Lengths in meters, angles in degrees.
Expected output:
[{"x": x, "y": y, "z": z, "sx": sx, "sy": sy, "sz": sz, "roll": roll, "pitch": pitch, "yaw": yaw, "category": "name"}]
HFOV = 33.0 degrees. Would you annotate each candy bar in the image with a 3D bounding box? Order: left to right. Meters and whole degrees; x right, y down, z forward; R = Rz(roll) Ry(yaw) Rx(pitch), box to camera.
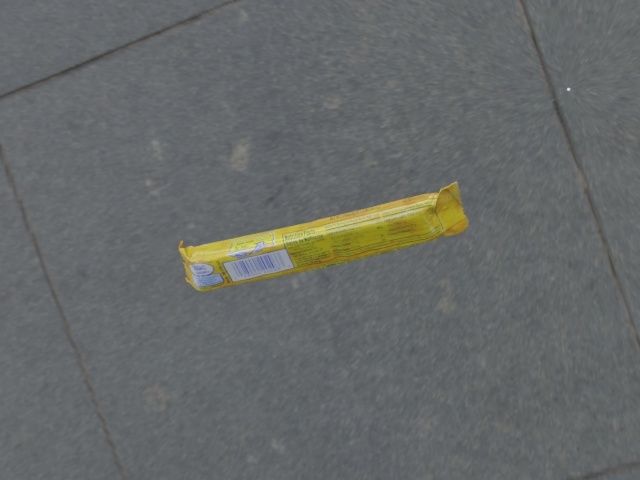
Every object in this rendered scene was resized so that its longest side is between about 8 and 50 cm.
[{"x": 0.000, "y": 0.000, "z": 0.589, "sx": 0.161, "sy": 0.040, "sz": 0.018, "roll": -12, "pitch": 52, "yaw": 7, "category": "candy bar"}]
